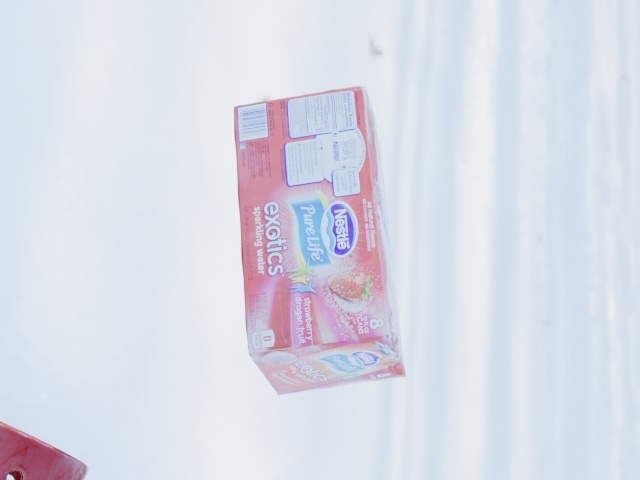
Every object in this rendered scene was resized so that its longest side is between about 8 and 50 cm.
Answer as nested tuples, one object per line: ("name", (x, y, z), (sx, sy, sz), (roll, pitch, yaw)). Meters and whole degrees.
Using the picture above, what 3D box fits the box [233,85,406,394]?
("box", (0.000, 0.000, 1.567), (0.142, 0.154, 0.300), (64, 18, -64))

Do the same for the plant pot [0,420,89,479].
("plant pot", (-0.337, 0.250, 1.346), (0.174, 0.191, 0.191), (-66, 154, -17))
